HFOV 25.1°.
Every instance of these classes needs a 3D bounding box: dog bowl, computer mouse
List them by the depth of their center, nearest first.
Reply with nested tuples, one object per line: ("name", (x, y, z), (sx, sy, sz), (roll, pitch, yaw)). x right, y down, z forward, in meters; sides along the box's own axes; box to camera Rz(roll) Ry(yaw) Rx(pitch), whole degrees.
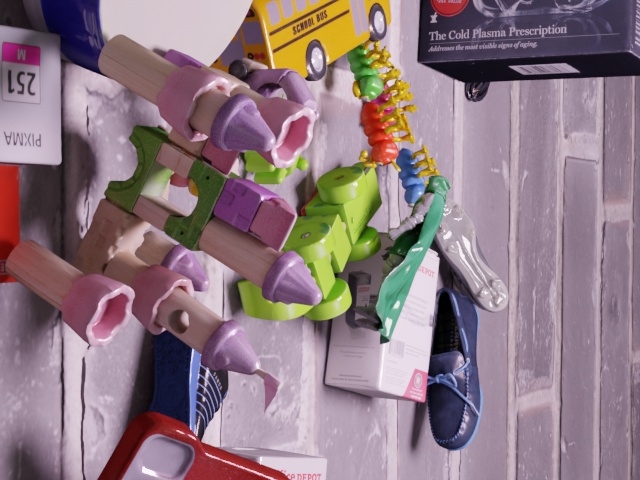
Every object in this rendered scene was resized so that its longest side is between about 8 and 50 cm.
("dog bowl", (-0.169, -0.286, 1.429), (0.265, 0.104, 0.265), (-42, 145, -39))
("computer mouse", (0.302, -0.296, 2.467), (0.242, 0.041, 0.071), (-37, 125, -48))

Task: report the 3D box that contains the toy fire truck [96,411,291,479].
("toy fire truck", (-0.159, 0.338, 1.473), (0.254, 0.169, 0.302), (28, 97, -32))

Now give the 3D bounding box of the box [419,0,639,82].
("box", (0.344, -0.416, 2.213), (0.179, 0.343, 0.312), (11, 80, -61))

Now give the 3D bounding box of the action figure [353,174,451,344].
("action figure", (0.115, 0.011, 1.904), (0.232, 0.063, 0.137), (-61, 169, -20))

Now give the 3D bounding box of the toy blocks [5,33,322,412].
("toy blocks", (-0.085, -0.021, 1.419), (0.288, 0.260, 0.309), (-64, 158, 12))

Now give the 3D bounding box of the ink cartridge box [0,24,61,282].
("ink cartridge box", (-0.335, -0.076, 1.269), (0.275, 0.060, 0.239), (-3, 92, -61))

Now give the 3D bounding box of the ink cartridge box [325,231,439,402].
("ink cartridge box", (0.089, 0.108, 2.020), (0.158, 0.092, 0.218), (25, 71, -59))

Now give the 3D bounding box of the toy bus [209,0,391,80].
("toy bus", (-0.029, -0.275, 1.776), (0.333, 0.108, 0.130), (-41, 123, -54))

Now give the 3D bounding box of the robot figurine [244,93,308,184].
("robot figurine", (-0.053, -0.124, 1.775), (0.101, 0.067, 0.115), (56, 44, -44))

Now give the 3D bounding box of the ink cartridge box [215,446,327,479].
("ink cartridge box", (-0.081, 0.368, 1.704), (0.172, 0.100, 0.237), (17, 76, -61))

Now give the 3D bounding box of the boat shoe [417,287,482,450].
("boat shoe", (0.188, 0.196, 2.221), (0.089, 0.109, 0.258), (40, 40, -47))

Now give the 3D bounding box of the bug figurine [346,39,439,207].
("bug figurine", (0.094, -0.158, 1.975), (0.279, 0.072, 0.216), (44, 29, -67))

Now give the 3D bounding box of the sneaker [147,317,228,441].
("sneaker", (-0.146, 0.189, 1.600), (0.090, 0.081, 0.232), (29, 66, -53))

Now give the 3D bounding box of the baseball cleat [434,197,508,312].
("baseball cleat", (0.222, 0.028, 2.298), (0.072, 0.109, 0.206), (-29, 95, -17))

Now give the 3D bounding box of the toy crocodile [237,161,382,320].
("toy crocodile", (0.000, 0.000, 1.859), (0.340, 0.105, 0.115), (-58, 139, -51))
